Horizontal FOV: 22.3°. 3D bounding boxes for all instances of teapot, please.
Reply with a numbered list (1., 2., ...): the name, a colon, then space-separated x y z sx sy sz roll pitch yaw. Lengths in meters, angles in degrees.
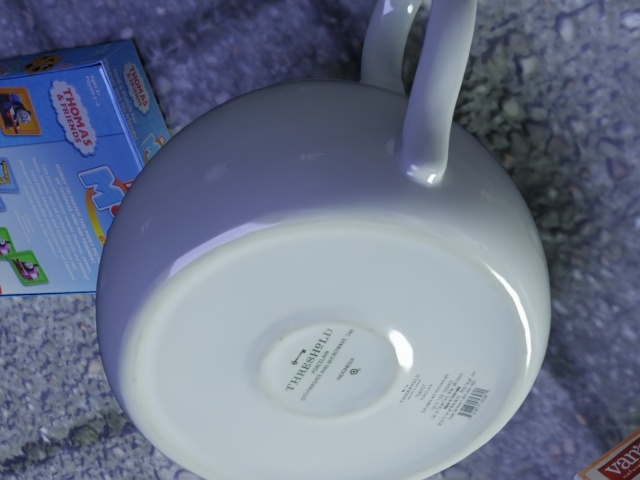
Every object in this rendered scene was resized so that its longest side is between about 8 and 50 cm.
1. teapot: 0.000 0.000 0.872 0.256 0.187 0.252 -18 131 13

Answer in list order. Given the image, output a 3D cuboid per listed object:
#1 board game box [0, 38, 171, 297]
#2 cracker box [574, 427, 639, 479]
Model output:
1. board game box: -0.182 -0.040 1.051 0.211 0.039 0.160 -3 119 35
2. cracker box: 0.241 0.222 0.875 0.232 0.067 0.155 33 143 40
